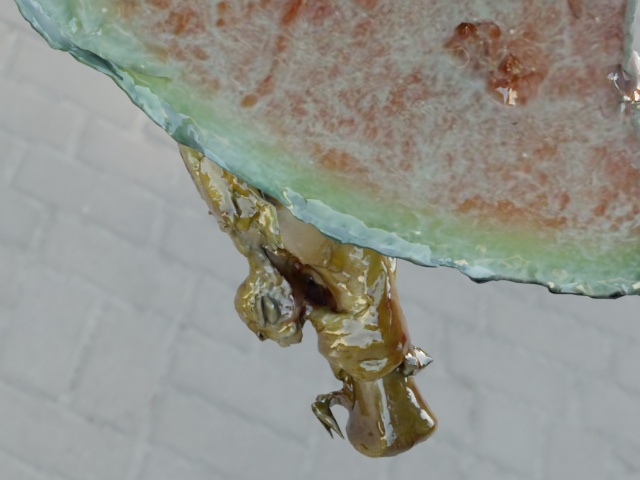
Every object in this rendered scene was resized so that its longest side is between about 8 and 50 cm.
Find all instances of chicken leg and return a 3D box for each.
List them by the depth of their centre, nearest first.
[{"bbox_3d":[0.001,-0.001,0.776,0.085,0.207,0.101,-22,20,-5],"label":"chicken leg"}]

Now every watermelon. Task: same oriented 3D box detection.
[{"bbox_3d":[0.029,-0.070,0.454,0.187,0.139,0.071,26,44,-11],"label":"watermelon"}]
